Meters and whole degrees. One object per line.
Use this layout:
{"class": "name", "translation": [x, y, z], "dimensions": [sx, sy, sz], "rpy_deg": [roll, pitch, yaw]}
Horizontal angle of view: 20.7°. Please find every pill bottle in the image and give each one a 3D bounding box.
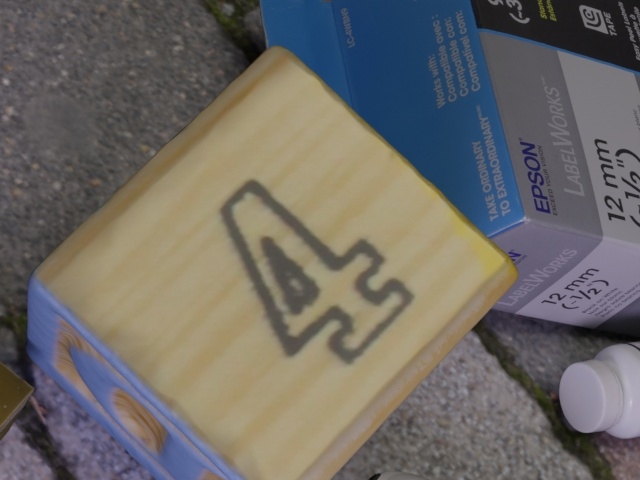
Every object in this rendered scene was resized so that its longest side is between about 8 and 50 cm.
{"class": "pill bottle", "translation": [0.230, 0.104, 1.235], "dimensions": [0.120, 0.067, 0.067], "rpy_deg": [-5, 61, -31]}

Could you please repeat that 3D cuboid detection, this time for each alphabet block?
{"class": "alphabet block", "translation": [-0.035, 0.042, 1.014], "dimensions": [0.193, 0.192, 0.197], "rpy_deg": [44, 71, 3]}

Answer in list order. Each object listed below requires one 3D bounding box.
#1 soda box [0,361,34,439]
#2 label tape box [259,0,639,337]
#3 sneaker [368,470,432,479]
{"class": "soda box", "translation": [-0.239, 0.133, 0.964], "dimensions": [0.061, 0.058, 0.181], "rpy_deg": [38, 49, 0]}
{"class": "label tape box", "translation": [0.138, -0.079, 1.254], "dimensions": [0.348, 0.115, 0.249], "rpy_deg": [13, 52, -33]}
{"class": "sneaker", "translation": [0.114, 0.198, 1.097], "dimensions": [0.191, 0.083, 0.071], "rpy_deg": [34, 50, -2]}
